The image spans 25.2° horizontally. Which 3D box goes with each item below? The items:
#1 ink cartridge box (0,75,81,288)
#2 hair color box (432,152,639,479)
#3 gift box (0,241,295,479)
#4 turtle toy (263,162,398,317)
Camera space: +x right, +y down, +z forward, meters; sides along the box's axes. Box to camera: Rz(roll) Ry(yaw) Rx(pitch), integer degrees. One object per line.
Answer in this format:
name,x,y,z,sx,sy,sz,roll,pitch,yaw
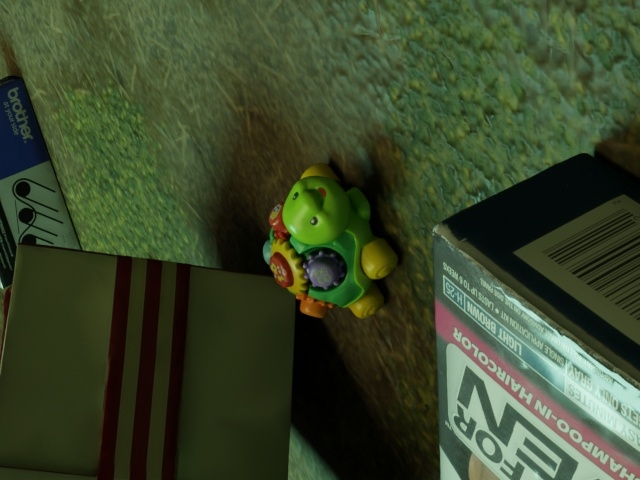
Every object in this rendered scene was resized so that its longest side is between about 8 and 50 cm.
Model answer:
ink cartridge box,-0.337,-0.063,1.534,0.046,0.097,0.207,19,130,58
hair color box,0.152,0.149,0.742,0.174,0.105,0.347,40,146,44
gift box,-0.128,0.171,1.101,0.255,0.276,0.258,108,167,-62
turtle toy,0.000,0.000,0.952,0.095,0.066,0.130,53,153,24
